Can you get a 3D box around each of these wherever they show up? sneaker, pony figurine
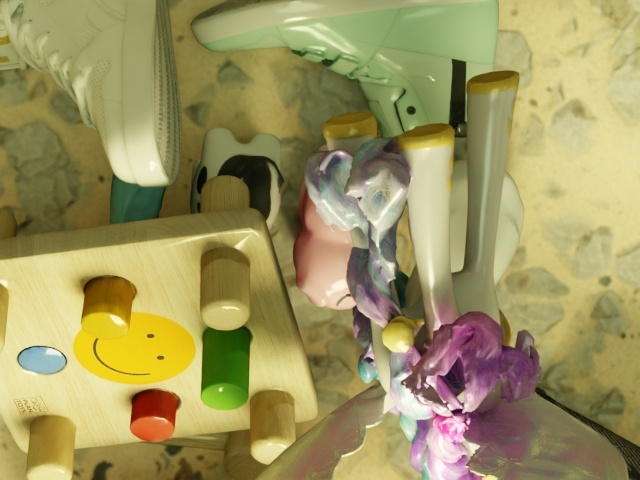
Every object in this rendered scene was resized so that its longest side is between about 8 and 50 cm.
[{"bbox_3d":[-0.199,-0.138,1.398,0.169,0.292,0.108,-11,136,0],"label":"sneaker"},{"bbox_3d":[0.084,0.087,1.320,0.303,0.351,0.363,-3,105,21],"label":"pony figurine"},{"bbox_3d":[0.024,-0.137,1.500,0.256,0.094,0.151,-5,106,-4],"label":"sneaker"}]

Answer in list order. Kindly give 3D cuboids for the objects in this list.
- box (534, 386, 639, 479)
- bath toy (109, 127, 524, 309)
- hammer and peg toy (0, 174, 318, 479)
[{"bbox_3d":[0.247,0.363,1.596,0.312,0.179,0.343,28,99,-13],"label":"box"},{"bbox_3d":[0.000,0.000,1.510,0.348,0.129,0.151,3,145,-9],"label":"bath toy"},{"bbox_3d":[-0.142,0.112,1.439,0.266,0.127,0.361,-7,140,6],"label":"hammer and peg toy"}]
